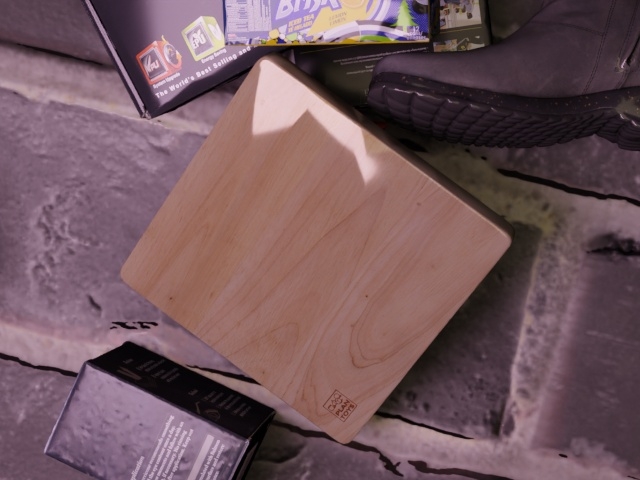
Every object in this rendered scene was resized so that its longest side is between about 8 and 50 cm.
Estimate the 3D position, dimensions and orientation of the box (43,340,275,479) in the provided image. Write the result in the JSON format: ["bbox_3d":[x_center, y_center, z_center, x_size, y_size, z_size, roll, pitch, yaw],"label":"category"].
[{"bbox_3d":[-0.138,0.168,1.385,0.158,0.156,0.093,26,96,5],"label":"box"}]

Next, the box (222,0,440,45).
[{"bbox_3d":[0.009,-0.187,1.260,0.169,0.059,0.054,1,105,13],"label":"box"}]

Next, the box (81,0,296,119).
[{"bbox_3d":[-0.046,-0.327,1.319,0.395,0.097,0.318,-24,95,18],"label":"box"}]

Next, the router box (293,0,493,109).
[{"bbox_3d":[0.063,-0.189,1.405,0.179,0.046,0.133,-7,92,7],"label":"router box"}]

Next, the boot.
[{"bbox_3d":[0.205,-0.196,1.343,0.338,0.118,0.222,3,80,-11],"label":"boot"}]

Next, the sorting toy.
[{"bbox_3d":[0.000,0.000,1.367,0.255,0.089,0.257,37,117,1],"label":"sorting toy"}]
